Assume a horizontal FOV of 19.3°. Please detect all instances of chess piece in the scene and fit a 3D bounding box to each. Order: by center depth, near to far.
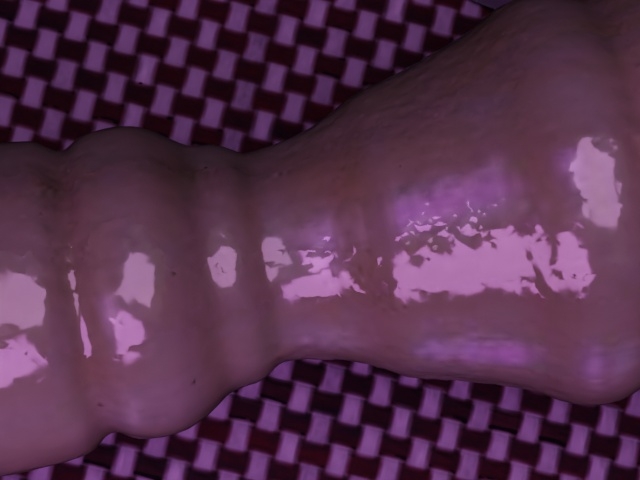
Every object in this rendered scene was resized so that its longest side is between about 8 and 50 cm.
[{"bbox_3d":[0.000,0.000,1.054,0.442,0.234,0.234,-10,84,-2],"label":"chess piece"}]

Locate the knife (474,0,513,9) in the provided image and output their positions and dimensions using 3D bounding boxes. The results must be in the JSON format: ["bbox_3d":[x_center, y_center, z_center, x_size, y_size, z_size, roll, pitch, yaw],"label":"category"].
[{"bbox_3d":[0.228,-0.154,1.111,0.336,0.081,0.043,1,44,30],"label":"knife"}]
